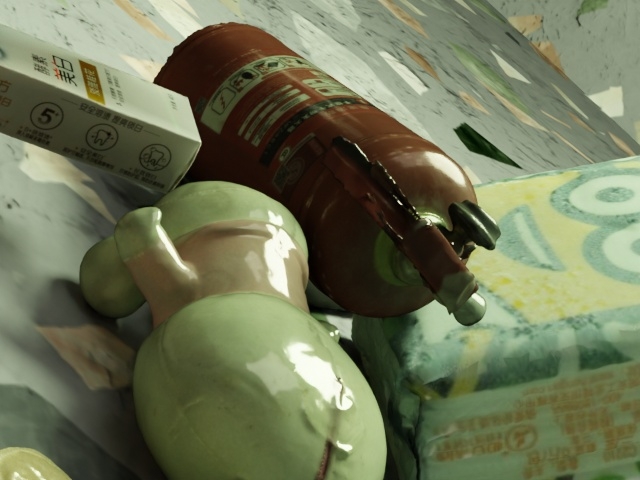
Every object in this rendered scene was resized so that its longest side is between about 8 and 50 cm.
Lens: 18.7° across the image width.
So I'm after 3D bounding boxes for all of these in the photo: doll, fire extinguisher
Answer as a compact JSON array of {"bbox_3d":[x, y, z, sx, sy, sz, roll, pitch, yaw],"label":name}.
[{"bbox_3d":[-0.039,0.059,0.969,0.155,0.113,0.275,33,16,-33],"label":"doll"},{"bbox_3d":[-0.001,-0.042,1.108,0.147,0.106,0.337,43,-3,-35],"label":"fire extinguisher"}]

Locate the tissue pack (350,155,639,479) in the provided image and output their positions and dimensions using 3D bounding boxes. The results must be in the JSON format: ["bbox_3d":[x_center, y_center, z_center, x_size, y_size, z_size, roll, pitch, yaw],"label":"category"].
[{"bbox_3d":[0.181,0.045,1.182,0.228,0.311,0.128,-109,-170,-61],"label":"tissue pack"}]

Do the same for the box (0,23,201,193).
[{"bbox_3d":[-0.167,-0.085,1.004,0.218,0.039,0.055,20,27,-27],"label":"box"}]

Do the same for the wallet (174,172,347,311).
[{"bbox_3d":[0.000,-0.001,1.374,0.146,0.030,0.285,51,20,25],"label":"wallet"}]

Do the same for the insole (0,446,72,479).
[{"bbox_3d":[-0.060,0.175,0.796,0.248,0.011,0.081,47,17,21],"label":"insole"}]
